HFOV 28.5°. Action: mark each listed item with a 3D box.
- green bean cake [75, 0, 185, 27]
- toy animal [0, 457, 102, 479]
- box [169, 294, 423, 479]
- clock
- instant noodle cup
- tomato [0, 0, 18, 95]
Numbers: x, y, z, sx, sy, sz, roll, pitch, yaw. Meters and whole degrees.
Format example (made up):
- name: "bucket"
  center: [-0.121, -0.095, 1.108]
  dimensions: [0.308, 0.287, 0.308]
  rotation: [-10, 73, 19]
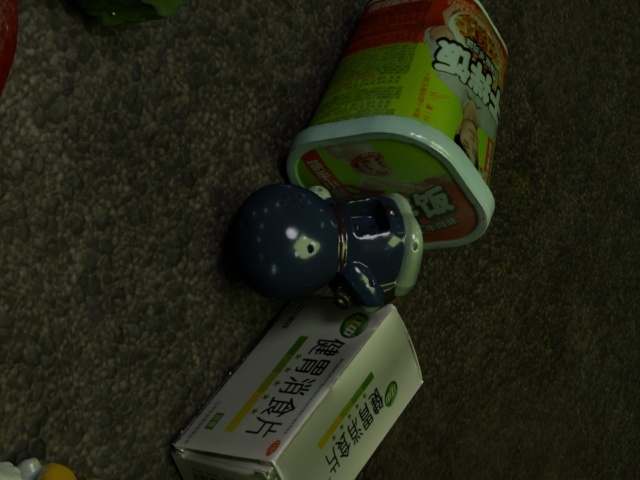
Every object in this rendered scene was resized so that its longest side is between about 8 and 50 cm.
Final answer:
- name: "green bean cake"
  center: [-0.231, -0.380, 1.417]
  dimensions: [0.222, 0.125, 0.248]
  rotation: [29, 68, -49]
- name: "toy animal"
  center: [-0.284, 0.370, 1.341]
  dimensions: [0.310, 0.183, 0.247]
  rotation: [39, 66, -51]
- name: "box"
  center: [-0.026, 0.227, 1.658]
  dimensions: [0.333, 0.173, 0.145]
  rotation: [-49, 127, -39]
- name: "clock"
  center: [0.000, 0.000, 1.660]
  dimensions: [0.243, 0.146, 0.199]
  rotation: [0, 48, -18]
- name: "instant noodle cup"
  center: [0.130, -0.182, 1.796]
  dimensions: [0.294, 0.294, 0.308]
  rotation: [50, 46, -40]
- name: "tomato"
  center: [-0.385, -0.217, 1.191]
  dimensions: [0.290, 0.176, 0.334]
  rotation: [25, 70, -52]
